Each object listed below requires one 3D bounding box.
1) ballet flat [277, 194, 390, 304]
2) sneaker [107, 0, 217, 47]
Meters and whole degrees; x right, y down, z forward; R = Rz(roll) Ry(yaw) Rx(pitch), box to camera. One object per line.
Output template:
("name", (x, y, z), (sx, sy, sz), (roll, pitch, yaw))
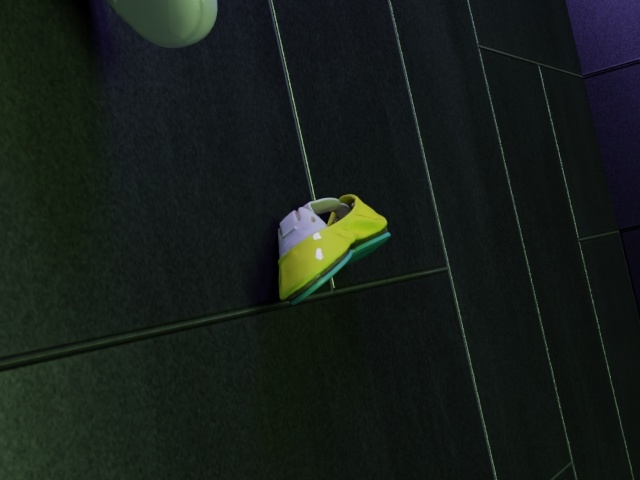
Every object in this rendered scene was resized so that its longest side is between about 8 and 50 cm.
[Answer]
("ballet flat", (0.000, 0.000, 1.096), (0.077, 0.077, 0.231), (54, 25, 3))
("sneaker", (-0.189, -0.259, 0.824), (0.290, 0.106, 0.123), (58, 35, -11))
